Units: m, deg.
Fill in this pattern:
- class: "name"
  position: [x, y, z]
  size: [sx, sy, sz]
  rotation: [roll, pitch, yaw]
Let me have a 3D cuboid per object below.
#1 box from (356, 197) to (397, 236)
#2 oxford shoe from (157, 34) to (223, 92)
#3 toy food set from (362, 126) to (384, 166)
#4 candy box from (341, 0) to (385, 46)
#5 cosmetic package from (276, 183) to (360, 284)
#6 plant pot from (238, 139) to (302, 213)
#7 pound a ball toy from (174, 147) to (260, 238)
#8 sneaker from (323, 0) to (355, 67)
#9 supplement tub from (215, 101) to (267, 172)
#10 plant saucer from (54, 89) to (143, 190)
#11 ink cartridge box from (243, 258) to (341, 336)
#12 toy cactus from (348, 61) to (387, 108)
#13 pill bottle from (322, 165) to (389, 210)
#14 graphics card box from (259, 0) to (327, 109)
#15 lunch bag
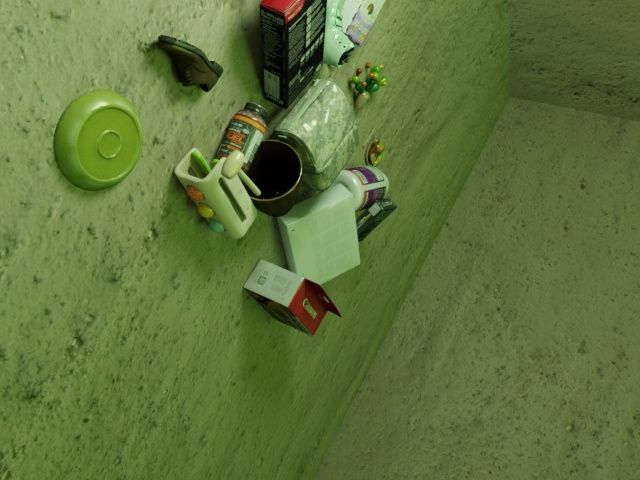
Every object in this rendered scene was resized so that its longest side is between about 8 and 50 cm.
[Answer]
- class: "box"
  position: [0.204, -0.080, 2.407]
  size: [0.232, 0.059, 0.183]
  rotation: [-45, 166, 24]
- class: "oxford shoe"
  position: [-0.334, -0.443, 1.443]
  size: [0.227, 0.083, 0.096]
  rotation: [26, 90, -61]
- class: "toy food set"
  position: [0.247, -0.398, 2.550]
  size: [0.132, 0.038, 0.192]
  rotation: [-57, 149, -23]
- class: "candy box"
  position: [0.137, -0.805, 1.991]
  size: [0.196, 0.070, 0.165]
  rotation: [-60, 161, 12]
- class: "cosmetic package"
  position: [0.000, 0.000, 2.196]
  size: [0.284, 0.097, 0.377]
  rotation: [-28, 136, -19]
- class: "plant pot"
  position: [-0.157, -0.173, 1.838]
  size: [0.215, 0.215, 0.230]
  rotation: [-60, 166, -18]
- class: "pound a ball toy"
  position: [-0.279, -0.125, 1.613]
  size: [0.136, 0.208, 0.319]
  rotation: [-57, 150, -22]
- class: "sneaker"
  position: [0.068, -0.698, 1.868]
  size: [0.094, 0.151, 0.256]
  rotation: [-23, 139, -65]
- class: "supplement tub"
  position: [-0.229, -0.310, 1.692]
  size: [0.106, 0.106, 0.198]
  rotation: [34, 77, -62]
- class: "plant saucer"
  position: [-0.503, -0.228, 1.329]
  size: [0.241, 0.037, 0.241]
  rotation: [-40, 141, -43]
- class: "ink cartridge box"
  position: [-0.094, 0.230, 2.106]
  size: [0.130, 0.272, 0.309]
  rotation: [-60, 150, -18]
- class: "toy cactus"
  position: [0.177, -0.615, 2.249]
  size: [0.219, 0.112, 0.180]
  rotation: [-29, 151, -54]
- class: "pill bottle"
  position: [0.160, -0.216, 2.363]
  size: [0.323, 0.181, 0.181]
  rotation: [-19, 124, -56]
- class: "graphics card box"
  position: [-0.076, -0.599, 1.682]
  size: [0.233, 0.094, 0.371]
  rotation: [-56, 166, -25]
- class: "lunch bag"
  position: [-0.021, -0.363, 1.911]
  size: [0.305, 0.212, 0.256]
  rotation: [-55, 149, -28]
